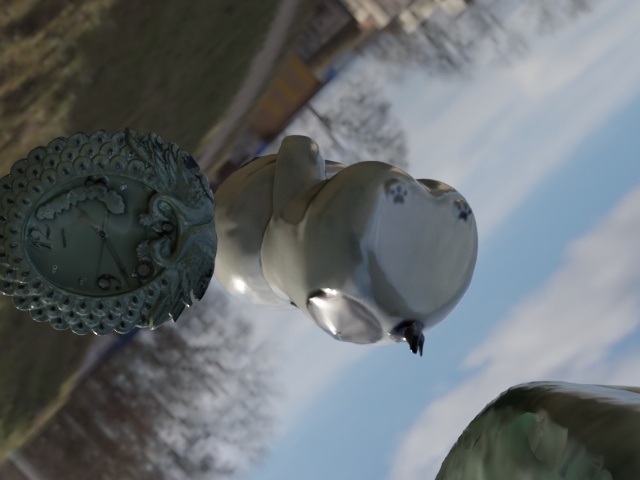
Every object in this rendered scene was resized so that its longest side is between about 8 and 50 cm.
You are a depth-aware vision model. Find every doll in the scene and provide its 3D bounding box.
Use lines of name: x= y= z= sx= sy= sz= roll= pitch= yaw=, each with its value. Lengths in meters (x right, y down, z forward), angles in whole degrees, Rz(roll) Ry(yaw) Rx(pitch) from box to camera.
doll: x=0.005 y=-0.002 z=0.865 sx=0.180 sy=0.110 sz=0.107 roll=19 pitch=-86 yaw=49

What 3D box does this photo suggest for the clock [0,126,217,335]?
clock: x=-0.078 y=-0.002 z=0.527 sx=0.083 sy=0.074 sz=0.010 roll=-5 pitch=-168 yaw=-3

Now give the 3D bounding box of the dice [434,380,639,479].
dice: x=0.221 y=0.242 z=0.609 sx=0.328 sy=0.348 sz=0.331 roll=-175 pitch=-84 yaw=-76
